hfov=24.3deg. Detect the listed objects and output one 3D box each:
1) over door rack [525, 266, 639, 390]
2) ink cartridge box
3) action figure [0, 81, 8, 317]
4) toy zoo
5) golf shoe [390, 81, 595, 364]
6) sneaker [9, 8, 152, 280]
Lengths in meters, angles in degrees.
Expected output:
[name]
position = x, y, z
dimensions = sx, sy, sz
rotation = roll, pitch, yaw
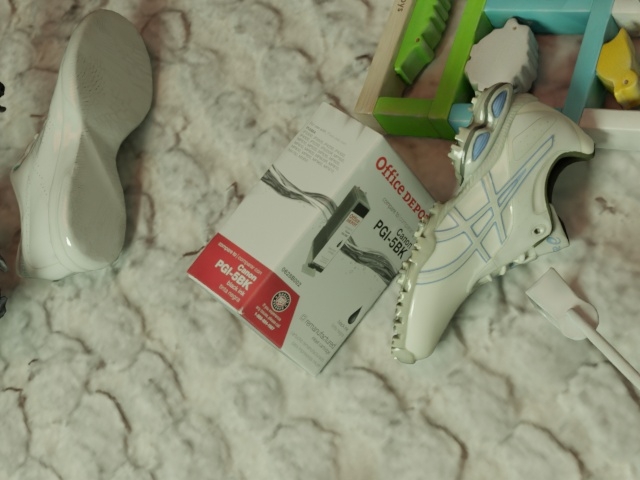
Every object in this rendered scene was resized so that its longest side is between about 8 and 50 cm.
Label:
[over door rack]
position = 0.116, 0.179, 0.719
dimensions = 0.239, 0.108, 0.324
rotation = -43, 50, 0
[ink cartridge box]
position = 0.000, 0.000, 0.899
dimensions = 0.056, 0.099, 0.135
rotation = 34, 83, 40
[action figure]
position = -0.295, -0.005, 1.046
dimensions = 0.164, 0.141, 0.275
rotation = -37, 44, 39
[toy zoo]
position = 0.179, -0.146, 0.927
dimensions = 0.293, 0.030, 0.192
rotation = 6, 66, 32
[golf shoe]
position = 0.100, -0.001, 0.865
dimensions = 0.086, 0.069, 0.176
rotation = 24, 92, 8
[sneaker]
position = -0.184, -0.071, 1.074
dimensions = 0.094, 0.080, 0.212
rotation = -17, 54, 38
